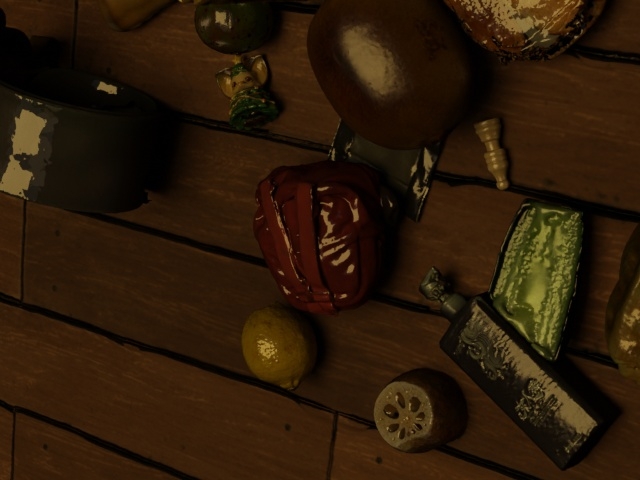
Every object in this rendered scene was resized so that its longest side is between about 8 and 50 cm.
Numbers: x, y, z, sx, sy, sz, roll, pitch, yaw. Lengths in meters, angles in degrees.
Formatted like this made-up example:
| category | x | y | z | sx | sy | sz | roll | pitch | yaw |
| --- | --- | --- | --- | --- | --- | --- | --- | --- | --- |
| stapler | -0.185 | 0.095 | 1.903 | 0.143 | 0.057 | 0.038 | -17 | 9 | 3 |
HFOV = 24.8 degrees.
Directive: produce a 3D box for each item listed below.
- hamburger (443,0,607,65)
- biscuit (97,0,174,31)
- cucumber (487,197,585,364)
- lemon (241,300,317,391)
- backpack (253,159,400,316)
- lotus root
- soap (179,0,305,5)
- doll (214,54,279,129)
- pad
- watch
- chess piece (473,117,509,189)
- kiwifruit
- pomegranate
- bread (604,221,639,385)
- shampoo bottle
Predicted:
| category | x | y | z | sx | sy | sz | roll | pitch | yaw |
| --- | --- | --- | --- | --- | --- | --- | --- | --- | --- |
| hamburger | 0.252 | -0.333 | 1.784 | 0.231 | 0.107 | 0.231 | 4 | 97 | 31 |
| biscuit | -0.251 | -0.467 | 2.172 | 0.291 | 0.062 | 0.236 | -23 | 83 | 36 |
| cucumber | 0.283 | 0.048 | 1.838 | 0.115 | 0.086 | 0.193 | 15 | 100 | 34 |
| lemon | -0.059 | 0.153 | 2.096 | 0.109 | 0.109 | 0.133 | -23 | 77 | 37 |
| backpack | 0.002 | 0.000 | 2.002 | 0.229 | 0.139 | 0.229 | 13 | 113 | 35 |
| lotus root | 0.132 | 0.231 | 1.989 | 0.122 | 0.081 | 0.112 | -30 | 72 | 36 |
| soap | 0.007 | -0.412 | 1.815 | 0.293 | 0.335 | 0.156 | -32 | 77 | 38 |
| doll | -0.102 | -0.211 | 2.113 | 0.078 | 0.076 | 0.113 | -22 | 53 | 13 |
| pad | 0.100 | -0.161 | 1.981 | 0.174 | 0.022 | 0.233 | 28 | 115 | 30 |
| watch | -0.396 | -0.173 | 2.208 | 0.327 | 0.335 | 0.314 | 21 | 105 | 13 |
| chess piece | 0.226 | -0.111 | 1.885 | 0.035 | 0.035 | 0.092 | -13 | 93 | 38 |
| kiwifruit | 0.093 | -0.223 | 1.841 | 0.196 | 0.196 | 0.234 | -43 | 74 | 34 |
| pomegranate | -0.122 | -0.332 | 2.065 | 0.115 | 0.114 | 0.142 | -6 | 84 | 38 |
| bread | 0.417 | 0.046 | 1.708 | 0.152 | 0.130 | 0.267 | -119 | 43 | -60 |
| shampoo bottle | 0.243 | 0.154 | 1.893 | 0.309 | 0.071 | 0.098 | 46 | 124 | 25 |
